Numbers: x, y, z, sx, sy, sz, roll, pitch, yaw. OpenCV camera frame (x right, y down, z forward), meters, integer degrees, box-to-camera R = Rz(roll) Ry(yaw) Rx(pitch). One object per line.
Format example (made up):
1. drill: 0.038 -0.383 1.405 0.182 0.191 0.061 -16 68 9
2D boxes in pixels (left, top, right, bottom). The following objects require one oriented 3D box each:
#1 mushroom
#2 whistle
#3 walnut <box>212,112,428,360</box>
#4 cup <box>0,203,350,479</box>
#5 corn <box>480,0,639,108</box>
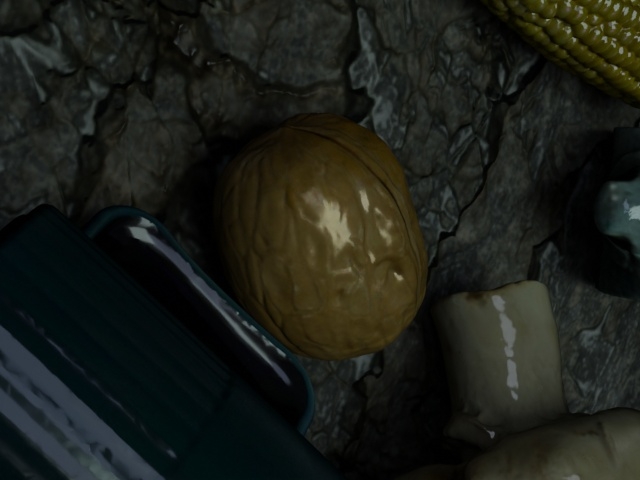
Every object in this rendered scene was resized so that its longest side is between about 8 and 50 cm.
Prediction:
1. mushroom: 0.159 0.189 1.096 0.293 0.292 0.290 -11 75 -35
2. whistle: 0.394 -0.022 1.268 0.405 0.188 0.168 -2 99 -71
3. walnut: 0.000 0.000 0.957 0.165 0.165 0.197 -36 128 -25
4. cup: -0.133 0.130 0.786 0.292 0.242 0.308 44 68 -8
5. corn: 0.254 -0.212 1.121 0.347 0.130 0.130 22 87 -34
